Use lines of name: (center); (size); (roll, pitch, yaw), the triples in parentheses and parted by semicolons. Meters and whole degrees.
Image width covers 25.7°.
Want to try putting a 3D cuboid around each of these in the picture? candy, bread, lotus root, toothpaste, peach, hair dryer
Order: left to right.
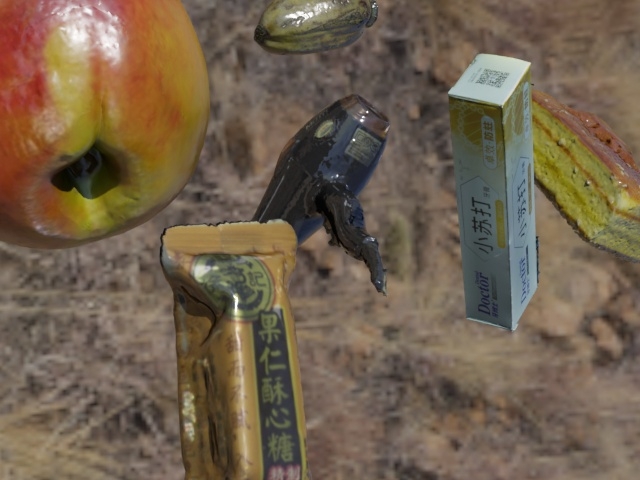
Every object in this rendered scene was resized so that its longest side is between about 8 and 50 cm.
peach: (-0.246, -0.154, 1.295); (0.308, 0.308, 0.332); (64, 7, -46)
candy: (-0.071, 0.111, 1.196); (0.143, 0.101, 0.271); (5, 78, -39)
lotus root: (-0.007, -0.285, 1.792); (0.080, 0.179, 0.089); (57, -33, 31)
hair dryer: (0.000, 0.000, 1.653); (0.120, 0.303, 0.359); (34, 12, -26)
toothpaste: (0.187, -0.045, 1.506); (0.089, 0.071, 0.313); (-54, 147, -40)
bread: (0.353, -0.088, 1.850); (0.184, 0.110, 0.234); (20, 28, -53)
